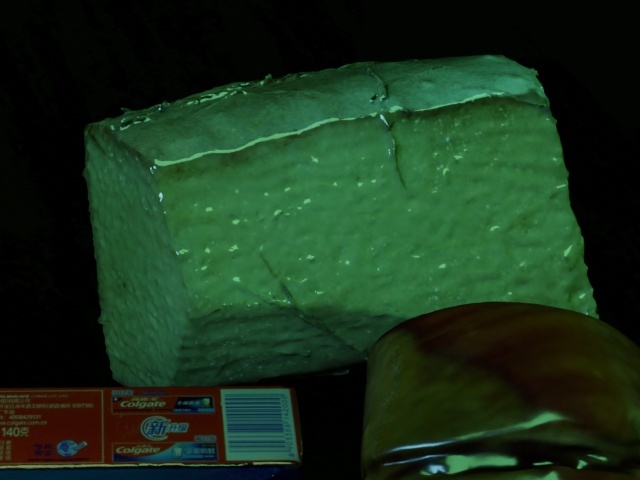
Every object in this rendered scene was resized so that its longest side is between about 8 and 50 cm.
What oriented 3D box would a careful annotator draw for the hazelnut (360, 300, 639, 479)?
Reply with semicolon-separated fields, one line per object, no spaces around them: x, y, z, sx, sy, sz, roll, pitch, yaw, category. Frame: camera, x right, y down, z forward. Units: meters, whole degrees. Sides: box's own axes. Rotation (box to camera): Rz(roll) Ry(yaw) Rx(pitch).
0.118;0.131;0.851;0.181;0.181;0.212;-9;63;10;hazelnut

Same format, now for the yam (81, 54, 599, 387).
-0.002;-0.003;0.984;0.271;0.202;0.201;-10;3;-19;yam

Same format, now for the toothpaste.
-0.172;0.128;0.890;0.321;0.076;0.066;1;41;-8;toothpaste
